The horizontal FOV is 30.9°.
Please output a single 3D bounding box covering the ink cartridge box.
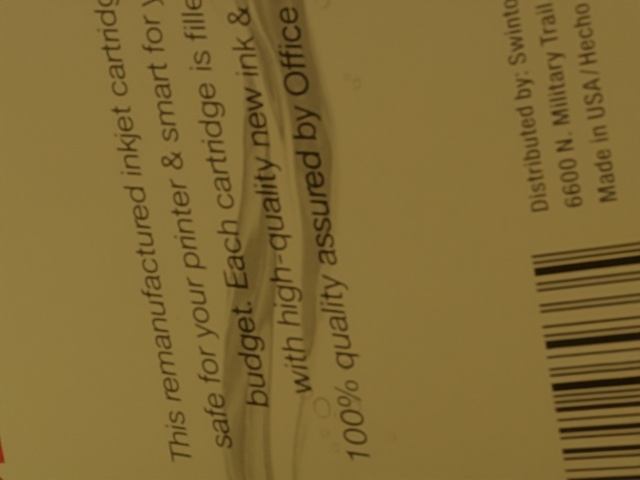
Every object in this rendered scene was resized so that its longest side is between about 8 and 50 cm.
[{"bbox_3d":[0.033,-0.029,0.421,0.395,0.285,0.166,-8,3,22],"label":"ink cartridge box"}]
